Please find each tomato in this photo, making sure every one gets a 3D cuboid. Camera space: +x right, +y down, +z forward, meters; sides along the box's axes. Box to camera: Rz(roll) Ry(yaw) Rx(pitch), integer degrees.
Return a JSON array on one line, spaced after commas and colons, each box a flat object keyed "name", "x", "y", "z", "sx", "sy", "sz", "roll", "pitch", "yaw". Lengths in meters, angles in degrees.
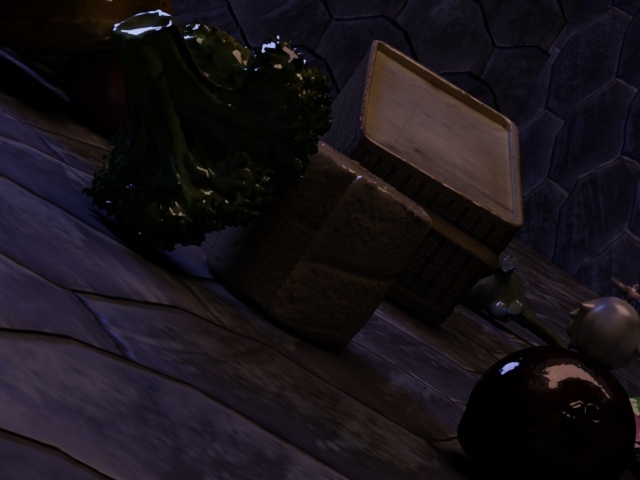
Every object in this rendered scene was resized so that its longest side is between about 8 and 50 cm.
[{"name": "tomato", "x": -0.199, "y": -0.148, "z": 1.784, "sx": 0.159, "sy": 0.091, "sz": 0.139, "roll": 4, "pitch": -4, "yaw": 7}]

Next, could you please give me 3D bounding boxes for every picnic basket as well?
[{"name": "picnic basket", "x": 0.096, "y": -0.064, "z": 1.942, "sx": 0.228, "sy": 0.175, "sz": 0.313, "roll": 31, "pitch": 26, "yaw": -10}]

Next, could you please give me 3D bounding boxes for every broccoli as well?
[{"name": "broccoli", "x": -0.102, "y": -0.101, "z": 1.295, "sx": 0.194, "sy": 0.219, "sz": 0.194, "roll": -16, "pitch": 90, "yaw": -82}]

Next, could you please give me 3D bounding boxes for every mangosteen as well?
[{"name": "mangosteen", "x": 0.165, "y": 0.141, "z": 1.252, "sx": 0.140, "sy": 0.140, "sz": 0.140, "roll": 31, "pitch": 7, "yaw": -4}]

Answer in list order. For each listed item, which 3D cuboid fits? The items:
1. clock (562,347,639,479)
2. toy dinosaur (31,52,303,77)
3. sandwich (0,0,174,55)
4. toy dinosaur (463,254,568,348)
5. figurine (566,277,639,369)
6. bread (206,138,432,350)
[{"name": "clock", "x": 0.279, "y": 0.184, "z": 1.491, "sx": 0.195, "sy": 0.100, "sz": 0.194, "roll": 36, "pitch": 6, "yaw": 21}, {"name": "toy dinosaur", "x": -0.217, "y": -0.217, "z": 1.960, "sx": 0.392, "sy": 0.092, "sz": 0.205, "roll": 14, "pitch": 1, "yaw": 13}, {"name": "sandwich", "x": -0.283, "y": -0.237, "z": 1.741, "sx": 0.226, "sy": 0.087, "sz": 0.251, "roll": 2, "pitch": 6, "yaw": 13}, {"name": "toy dinosaur", "x": 0.213, "y": 0.057, "z": 2.239, "sx": 0.363, "sy": 0.076, "sz": 0.147, "roll": 35, "pitch": -12, "yaw": 12}, {"name": "figurine", "x": 0.341, "y": 0.120, "z": 1.996, "sx": 0.132, "sy": 0.154, "sz": 0.132, "roll": 31, "pitch": 7, "yaw": -4}, {"name": "bread", "x": 0.000, "y": 0.000, "z": 1.389, "sx": 0.134, "sy": 0.141, "sz": 0.148, "roll": 30, "pitch": 7, "yaw": -46}]
